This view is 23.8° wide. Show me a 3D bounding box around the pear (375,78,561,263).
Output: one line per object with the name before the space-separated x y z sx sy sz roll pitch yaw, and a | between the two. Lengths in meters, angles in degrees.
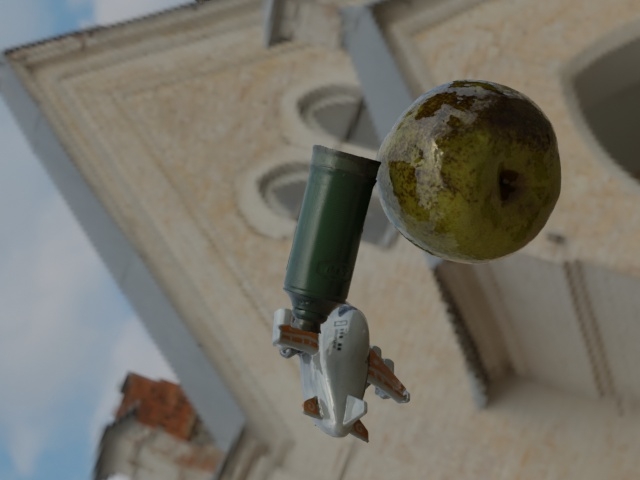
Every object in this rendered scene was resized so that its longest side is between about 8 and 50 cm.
pear | 0.152 -0.075 1.617 0.197 0.197 0.197 -42 -39 -47

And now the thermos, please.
thermos | 0.001 0.000 1.557 0.073 0.083 0.187 14 -91 -70

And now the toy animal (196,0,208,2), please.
toy animal | -0.097 -0.352 1.912 0.070 0.202 0.105 19 -110 -66

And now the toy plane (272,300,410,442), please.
toy plane | 0.028 0.182 2.210 0.117 0.244 0.245 -41 -4 37
